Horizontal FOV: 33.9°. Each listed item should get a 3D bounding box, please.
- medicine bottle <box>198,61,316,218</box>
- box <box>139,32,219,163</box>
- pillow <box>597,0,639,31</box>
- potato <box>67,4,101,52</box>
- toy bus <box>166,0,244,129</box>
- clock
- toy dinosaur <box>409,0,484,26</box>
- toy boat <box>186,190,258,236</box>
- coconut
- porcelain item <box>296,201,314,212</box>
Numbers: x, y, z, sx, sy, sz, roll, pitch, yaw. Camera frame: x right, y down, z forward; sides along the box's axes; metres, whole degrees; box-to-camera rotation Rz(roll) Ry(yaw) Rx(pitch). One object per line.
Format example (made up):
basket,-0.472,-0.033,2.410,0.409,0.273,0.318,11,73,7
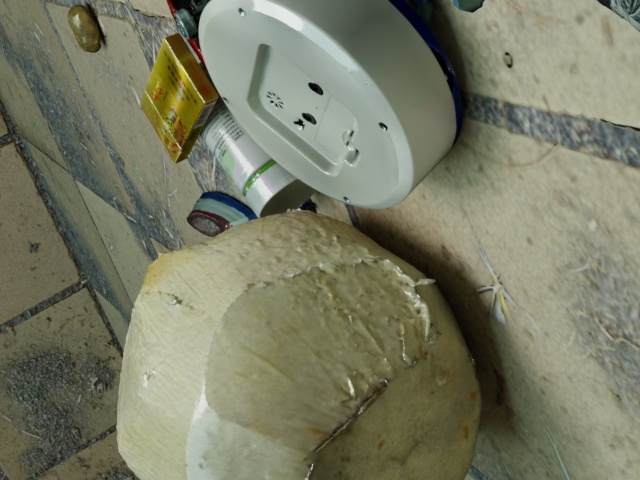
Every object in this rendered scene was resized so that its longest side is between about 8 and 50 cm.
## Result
medicine bottle,-0.084,-0.117,1.193,0.183,0.086,0.086,54,160,16
box,-0.161,-0.155,1.172,0.089,0.022,0.156,60,152,7
pillow,0.176,-0.164,0.529,0.208,0.055,0.141,49,151,29
potato,-0.371,-0.335,1.661,0.051,0.040,0.083,25,144,38
toy bus,-0.082,-0.186,1.106,0.195,0.081,0.089,56,170,11
clock,0.005,-0.130,0.876,0.230,0.083,0.230,33,158,16
toy dinosaur,0.070,-0.239,0.662,0.144,0.076,0.329,52,170,42
toy boat,-0.148,-0.031,1.540,0.229,0.045,0.080,13,127,67
coconut,-0.038,0.145,1.072,0.360,0.346,0.346,23,139,48
porcelain item,0.000,0.000,1.245,0.075,0.021,0.136,27,142,57
